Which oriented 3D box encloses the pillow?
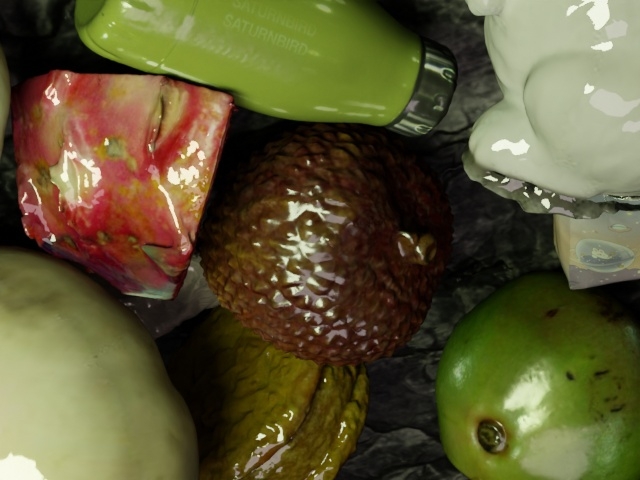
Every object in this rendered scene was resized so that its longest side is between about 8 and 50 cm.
[{"bbox_3d":[-0.198,0.059,1.551,0.248,0.049,0.135,-26,135,22],"label":"pillow"}]

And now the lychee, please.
[{"bbox_3d":[0.006,0.002,1.401,0.194,0.194,0.194,-2,140,-2],"label":"lychee"}]

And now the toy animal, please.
[{"bbox_3d":[0.214,-0.189,1.201,0.257,0.194,0.357,12,130,-3],"label":"toy animal"}]

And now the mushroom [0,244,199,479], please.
[{"bbox_3d":[-0.253,0.194,1.412,0.353,0.325,0.353,-15,139,-14],"label":"mushroom"}]

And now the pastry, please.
[{"bbox_3d":[-0.049,0.135,1.545,0.188,0.189,0.103,-28,133,26],"label":"pastry"}]

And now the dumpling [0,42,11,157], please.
[{"bbox_3d":[-0.335,-0.043,1.217,0.233,0.316,0.395,22,153,-12],"label":"dumpling"}]

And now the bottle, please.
[{"bbox_3d":[-0.030,-0.140,1.278,0.260,0.112,0.112,19,135,-24],"label":"bottle"}]

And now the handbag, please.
[{"bbox_3d":[0.234,-0.034,1.442,0.117,0.095,0.173,-11,142,4],"label":"handbag"}]

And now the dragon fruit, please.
[{"bbox_3d":[-0.160,-0.033,1.334,0.161,0.126,0.274,20,165,-6],"label":"dragon fruit"}]

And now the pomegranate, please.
[{"bbox_3d":[0.218,0.111,1.547,0.240,0.190,0.159,6,115,-10],"label":"pomegranate"}]
